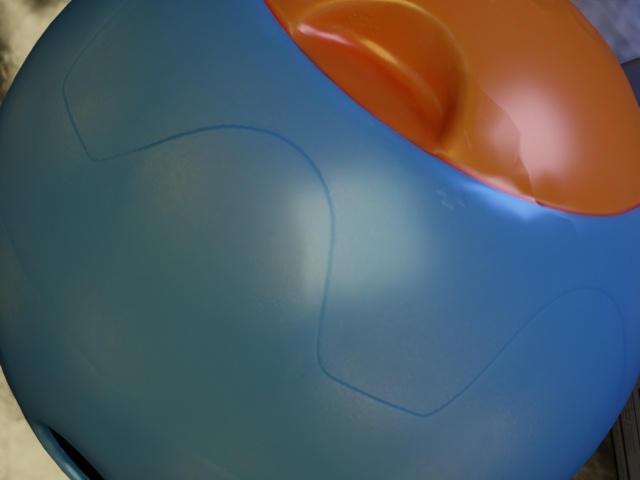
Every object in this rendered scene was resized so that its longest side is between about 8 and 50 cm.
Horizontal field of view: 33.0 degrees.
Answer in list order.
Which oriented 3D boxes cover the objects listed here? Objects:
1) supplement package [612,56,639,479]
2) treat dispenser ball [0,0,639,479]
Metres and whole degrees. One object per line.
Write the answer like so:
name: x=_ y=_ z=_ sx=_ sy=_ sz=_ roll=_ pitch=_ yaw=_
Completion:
supplement package: x=0.273 y=0.020 z=0.596 sx=0.203 sy=0.145 sz=0.262 roll=-9 pitch=92 yaw=-11
treat dispenser ball: x=0.000 y=0.000 z=0.472 sx=0.288 sy=0.288 sz=0.288 roll=0 pitch=90 yaw=-11
